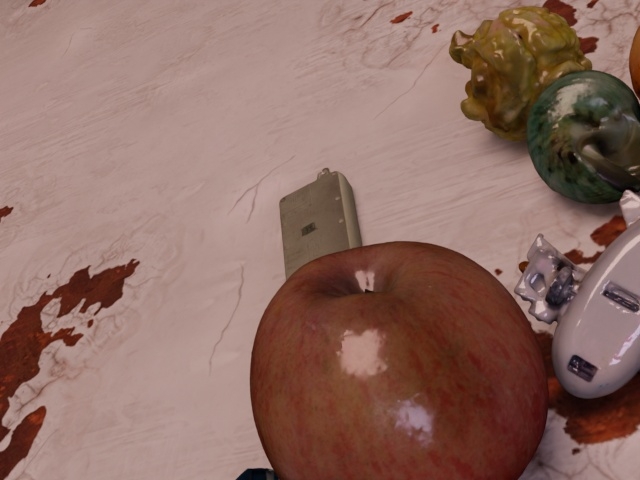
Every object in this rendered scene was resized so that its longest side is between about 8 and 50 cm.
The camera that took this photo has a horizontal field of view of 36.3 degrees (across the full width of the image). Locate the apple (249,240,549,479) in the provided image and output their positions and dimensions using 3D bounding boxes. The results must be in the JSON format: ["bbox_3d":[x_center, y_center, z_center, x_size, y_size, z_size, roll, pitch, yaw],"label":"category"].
[{"bbox_3d":[0.072,0.141,1.038,0.344,0.269,0.345,-33,16,11],"label":"apple"}]

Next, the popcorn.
[{"bbox_3d":[0.282,-0.243,1.395,0.187,0.186,0.167,-29,12,27],"label":"popcorn"}]

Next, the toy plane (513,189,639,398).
[{"bbox_3d":[0.336,0.062,1.067,0.244,0.117,0.245,-3,80,18],"label":"toy plane"}]

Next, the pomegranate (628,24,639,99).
[{"bbox_3d":[0.479,-0.213,1.194,0.207,0.207,0.207,-21,40,19],"label":"pomegranate"}]

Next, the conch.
[{"bbox_3d":[0.354,-0.133,1.273,0.175,0.122,0.188,20,63,24],"label":"conch"}]

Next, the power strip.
[{"bbox_3d":[0.000,0.000,1.459,0.118,0.046,0.270,-26,40,16],"label":"power strip"}]

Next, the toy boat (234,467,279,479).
[{"bbox_3d":[-0.120,0.389,1.126,0.096,0.062,0.299,-2,49,37],"label":"toy boat"}]

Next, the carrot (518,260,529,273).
[{"bbox_3d":[0.303,0.051,1.184,0.165,0.036,0.036,17,61,48],"label":"carrot"}]
